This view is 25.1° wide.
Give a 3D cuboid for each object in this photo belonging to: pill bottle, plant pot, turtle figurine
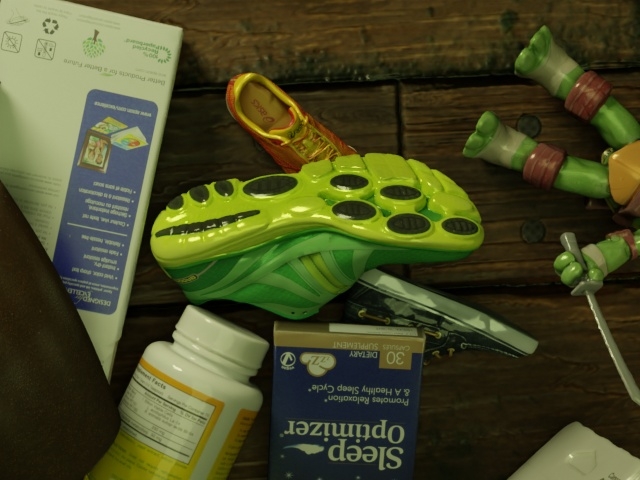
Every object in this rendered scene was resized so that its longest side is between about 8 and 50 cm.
[{"bbox_3d":[-0.128,0.171,1.287,0.117,0.117,0.215,26,90,-8],"label":"pill bottle"},{"bbox_3d":[-0.275,0.098,1.173,0.215,0.215,0.230,-39,110,-3],"label":"plant pot"},{"bbox_3d":[0.264,-0.058,1.260,0.266,0.198,0.274,33,47,9],"label":"turtle figurine"}]

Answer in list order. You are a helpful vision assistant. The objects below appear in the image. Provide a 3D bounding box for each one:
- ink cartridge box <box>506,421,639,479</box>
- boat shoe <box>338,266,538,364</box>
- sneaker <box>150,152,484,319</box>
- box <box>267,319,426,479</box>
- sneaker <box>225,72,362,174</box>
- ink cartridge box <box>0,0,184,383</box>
[{"bbox_3d":[0.304,0.334,1.295,0.131,0.226,0.306,-41,96,-4],"label":"ink cartridge box"},{"bbox_3d":[0.106,0.090,1.340,0.183,0.065,0.083,22,96,-1],"label":"boat shoe"},{"bbox_3d":[0.000,0.000,1.289,0.296,0.109,0.123,-4,137,10],"label":"sneaker"},{"bbox_3d":[0.020,0.186,1.317,0.136,0.036,0.225,3,109,-2],"label":"box"},{"bbox_3d":[-0.018,-0.085,1.309,0.175,0.067,0.064,37,87,-9],"label":"sneaker"},{"bbox_3d":[-0.235,-0.045,1.288,0.165,0.065,0.332,13,91,-7],"label":"ink cartridge box"}]
